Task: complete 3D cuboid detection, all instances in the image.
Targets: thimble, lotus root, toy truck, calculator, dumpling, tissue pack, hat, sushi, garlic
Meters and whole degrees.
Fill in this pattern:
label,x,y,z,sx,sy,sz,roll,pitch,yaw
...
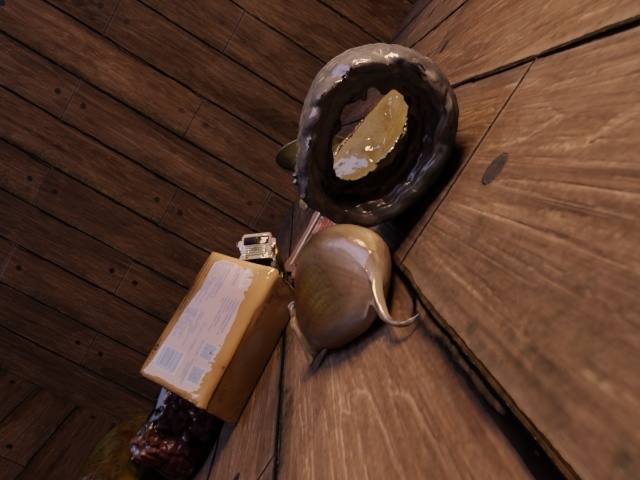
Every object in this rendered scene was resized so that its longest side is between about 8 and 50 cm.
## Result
label,x,y,z,sx,sy,sz,roll,pitch,yaw
thimble,0.064,-0.137,0.620,0.236,0.205,0.172,-47,13,20
lotus root,-0.478,0.600,1.200,0.250,0.251,0.346,-56,6,21
toy truck,-0.146,0.061,1.219,0.226,0.098,0.114,77,-173,-61
calculator,0.000,0.000,1.082,0.220,0.048,0.330,-60,11,-9
dumpling,0.105,-0.160,0.860,0.332,0.086,0.166,-52,36,1
tissue pack,-0.192,0.218,1.027,0.305,0.239,0.238,-63,9,-21
hat,-0.010,-0.222,1.506,0.257,0.258,0.130,138,125,-63
sushi,-0.340,0.432,1.135,0.236,0.171,0.270,-51,14,44
garlic,0.038,0.045,0.564,0.129,0.148,0.266,-24,-11,-22

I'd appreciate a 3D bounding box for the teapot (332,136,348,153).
label,x,y,z,sx,sy,sz,roll,pitch,yaw
teapot,0.068,-0.154,0.996,0.111,0.108,0.149,-59,4,-3
